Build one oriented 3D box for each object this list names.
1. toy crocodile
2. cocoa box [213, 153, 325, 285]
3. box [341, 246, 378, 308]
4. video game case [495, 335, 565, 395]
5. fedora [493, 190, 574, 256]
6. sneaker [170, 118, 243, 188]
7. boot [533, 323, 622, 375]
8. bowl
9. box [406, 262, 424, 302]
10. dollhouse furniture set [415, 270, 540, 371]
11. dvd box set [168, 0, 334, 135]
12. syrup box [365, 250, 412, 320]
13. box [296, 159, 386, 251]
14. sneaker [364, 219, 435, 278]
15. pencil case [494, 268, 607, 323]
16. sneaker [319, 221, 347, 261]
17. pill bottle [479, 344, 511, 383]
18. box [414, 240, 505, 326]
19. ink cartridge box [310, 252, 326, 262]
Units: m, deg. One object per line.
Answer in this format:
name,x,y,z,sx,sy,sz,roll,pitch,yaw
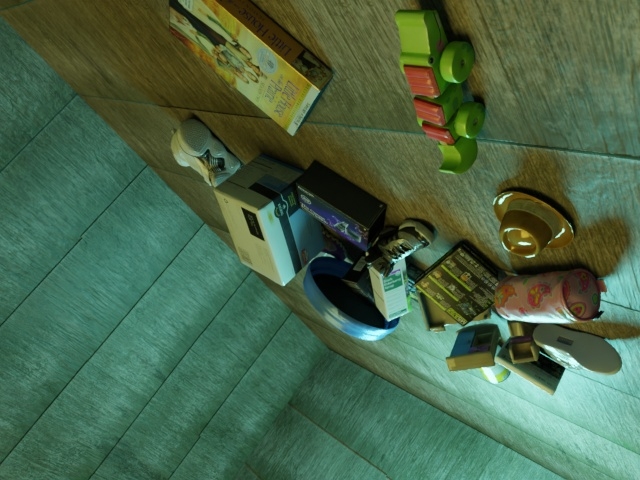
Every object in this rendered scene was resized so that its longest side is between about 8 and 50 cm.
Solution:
toy crocodile,0.206,-0.256,1.040,0.115,0.105,0.341,25,159,38
cocoa box,-0.161,-0.071,1.984,0.231,0.228,0.347,26,145,36
box,0.185,0.129,2.045,0.158,0.156,0.093,47,161,-29
video game case,0.639,0.377,1.797,0.190,0.173,0.022,31,118,22
fedora,0.434,-0.020,1.248,0.194,0.079,0.194,35,164,11
sneaker,-0.424,-0.296,2.227,0.366,0.137,0.210,52,160,-25
boot,0.702,0.305,1.580,0.123,0.095,0.258,41,173,-32
bowl,0.111,0.212,2.162,0.391,0.077,0.391,27,-156,-13
box,0.370,0.179,1.976,0.220,0.051,0.175,33,163,16
dollhouse furniture set,0.470,0.198,1.760,0.286,0.198,0.304,-15,102,26
dvd box set,-0.181,-0.450,1.408,0.420,0.062,0.307,40,164,-6
syrup box,0.224,0.134,1.914,0.096,0.093,0.237,-127,19,-53
box,0.062,-0.101,1.784,0.261,0.103,0.184,33,161,15
sneaker,0.221,0.033,1.708,0.101,0.153,0.268,41,163,-12
pencil case,0.533,0.133,1.395,0.124,0.124,0.284,40,163,-8
sneaker,-0.004,0.010,2.218,0.236,0.105,0.095,42,162,-19
pill bottle,0.593,0.415,2.056,0.103,0.103,0.184,21,157,45
box,0.387,0.121,1.608,0.190,0.045,0.184,39,125,-7
ink cartridge box,-0.065,0.030,2.475,0.180,0.060,0.104,37,164,4
